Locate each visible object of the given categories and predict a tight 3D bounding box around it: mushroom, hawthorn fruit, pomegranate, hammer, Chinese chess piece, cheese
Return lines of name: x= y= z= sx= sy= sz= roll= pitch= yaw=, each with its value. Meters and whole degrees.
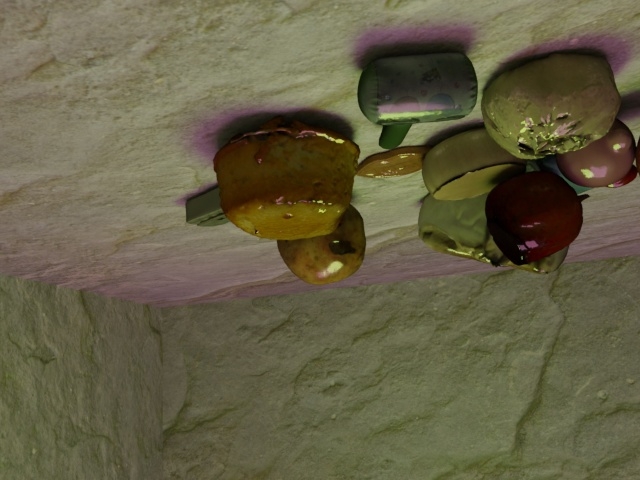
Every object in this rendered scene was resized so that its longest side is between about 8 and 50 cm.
mushroom: x=0.491 y=-0.044 z=1.640 sx=0.313 sy=0.224 sz=0.397 roll=8 pitch=-176 yaw=-27
hawthorn fruit: x=0.520 y=-0.065 z=1.299 sx=0.249 sy=0.215 sz=0.215 roll=-17 pitch=164 yaw=9
pomegranate: x=0.000 y=0.000 z=1.649 sx=0.281 sy=0.281 sz=0.281 roll=-4 pitch=166 yaw=-1
hammer: x=0.163 y=-0.249 z=1.064 sx=0.206 sy=0.119 sz=0.335 roll=-3 pitch=172 yaw=-4
Chinese chess piece: x=0.373 y=-0.180 z=1.336 sx=0.249 sy=0.103 sz=0.250 roll=-12 pitch=165 yaw=-3
cheese: x=0.570 y=-0.164 z=1.421 sx=0.120 sy=0.026 sz=0.067 roll=43 pitch=153 yaw=-6

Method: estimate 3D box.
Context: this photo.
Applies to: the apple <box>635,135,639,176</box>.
apple: x=0.812 y=-0.180 z=1.085 sx=0.344 sy=0.269 sz=0.345 roll=-24 pitch=158 yaw=-10

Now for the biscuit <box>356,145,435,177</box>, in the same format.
biscuit: x=0.196 y=-0.197 z=1.412 sx=0.220 sy=0.029 sz=0.142 roll=-11 pitch=164 yaw=25

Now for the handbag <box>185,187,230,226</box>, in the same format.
handbag: x=-0.250 y=-0.093 z=1.600 sx=0.219 sy=0.079 sz=0.256 roll=5 pitch=165 yaw=-44

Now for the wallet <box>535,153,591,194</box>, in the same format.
wallet: x=0.618 y=-0.168 z=1.493 sx=0.176 sy=0.075 sz=0.250 roll=23 pitch=159 yaw=-14

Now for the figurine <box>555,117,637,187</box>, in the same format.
figurine: x=0.622 y=-0.205 z=1.244 sx=0.173 sy=0.173 sz=0.173 roll=-4 pitch=166 yaw=-1

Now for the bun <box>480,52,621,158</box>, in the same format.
bun: x=0.448 y=-0.242 z=1.068 sx=0.259 sy=0.152 sz=0.259 roll=-5 pitch=164 yaw=-2

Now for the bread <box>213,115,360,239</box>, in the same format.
bread: x=-0.070 y=-0.125 z=1.261 sx=0.336 sy=0.204 sz=0.358 roll=-7 pitch=163 yaw=-5
